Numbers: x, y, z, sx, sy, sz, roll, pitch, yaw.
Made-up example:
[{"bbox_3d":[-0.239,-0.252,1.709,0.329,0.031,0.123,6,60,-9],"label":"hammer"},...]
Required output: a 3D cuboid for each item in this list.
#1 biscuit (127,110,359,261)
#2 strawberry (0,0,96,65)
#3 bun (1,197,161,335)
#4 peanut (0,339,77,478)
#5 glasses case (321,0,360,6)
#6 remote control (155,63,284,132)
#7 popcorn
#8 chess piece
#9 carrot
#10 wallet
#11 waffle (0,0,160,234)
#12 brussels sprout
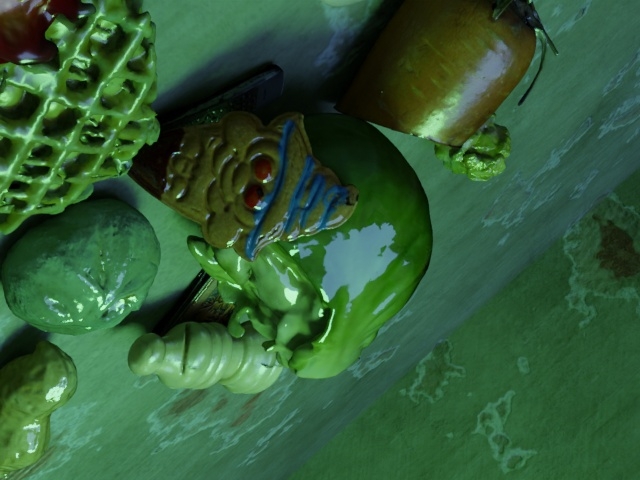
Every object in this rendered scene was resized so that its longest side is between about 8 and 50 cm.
[{"bbox_3d":[-0.089,-0.070,0.925,0.043,0.280,0.183,179,-77,-76],"label":"biscuit"},{"bbox_3d":[-0.275,-0.219,0.481,0.280,0.150,0.253,-30,135,-23],"label":"strawberry"},{"bbox_3d":[-0.283,0.043,0.976,0.195,0.118,0.195,-32,156,-16],"label":"bun"},{"bbox_3d":[-0.417,0.237,1.118,0.263,0.117,0.101,-56,176,24],"label":"peanut"},{"bbox_3d":[0.113,-0.371,0.927,0.314,0.075,0.122,-34,159,-21],"label":"glasses case"},{"bbox_3d":[-0.133,-0.157,0.976,0.212,0.028,0.059,-30,158,-27],"label":"remote control"},{"bbox_3d":[0.280,-0.178,1.474,0.126,0.145,0.126,-34,150,-5],"label":"popcorn"},{"bbox_3d":[-0.195,0.193,1.317,0.139,0.124,0.307,-20,163,31],"label":"chess piece"},{"bbox_3d":[0.188,-0.258,1.091,0.331,0.214,0.193,-56,157,22],"label":"carrot"},{"bbox_3d":[-0.188,0.117,1.364,0.195,0.042,0.161,-47,157,12],"label":"wallet"},{"bbox_3d":[-0.274,-0.120,0.744,0.297,0.073,0.317,-33,156,-21],"label":"waffle"},{"bbox_3d":[0.002,0.001,1.116,0.315,0.276,0.371,-26,126,-30],"label":"brussels sprout"}]
